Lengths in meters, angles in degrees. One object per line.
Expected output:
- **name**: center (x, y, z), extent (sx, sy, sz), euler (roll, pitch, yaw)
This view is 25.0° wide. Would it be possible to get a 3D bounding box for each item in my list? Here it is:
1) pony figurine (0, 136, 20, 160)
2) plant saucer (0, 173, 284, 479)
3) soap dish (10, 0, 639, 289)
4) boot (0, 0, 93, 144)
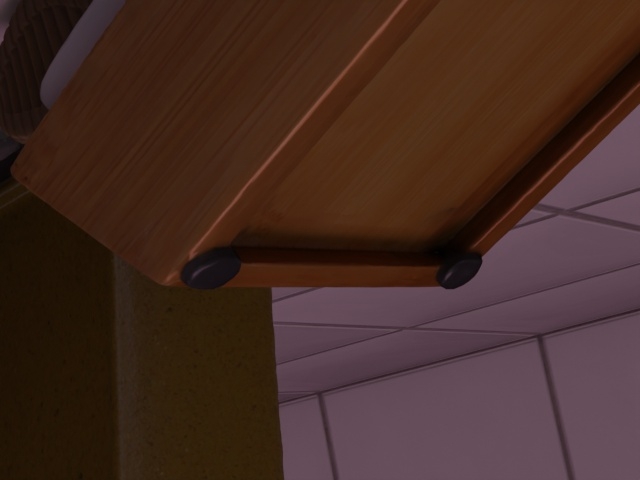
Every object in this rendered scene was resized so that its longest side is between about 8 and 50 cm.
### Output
- **pony figurine**: center (-0.318, 0.046, 0.777), extent (0.351, 0.303, 0.363), euler (-37, -173, -4)
- **plant saucer**: center (-0.164, 0.076, 0.918), extent (0.081, 0.332, 0.333), euler (12, 156, -41)
- **soap dish**: center (0.047, -0.095, 0.579), extent (0.229, 0.118, 0.291), euler (3, 138, -47)
- **boot**: center (-0.029, -0.104, 0.748), extent (0.207, 0.090, 0.248), euler (4, 158, -45)
